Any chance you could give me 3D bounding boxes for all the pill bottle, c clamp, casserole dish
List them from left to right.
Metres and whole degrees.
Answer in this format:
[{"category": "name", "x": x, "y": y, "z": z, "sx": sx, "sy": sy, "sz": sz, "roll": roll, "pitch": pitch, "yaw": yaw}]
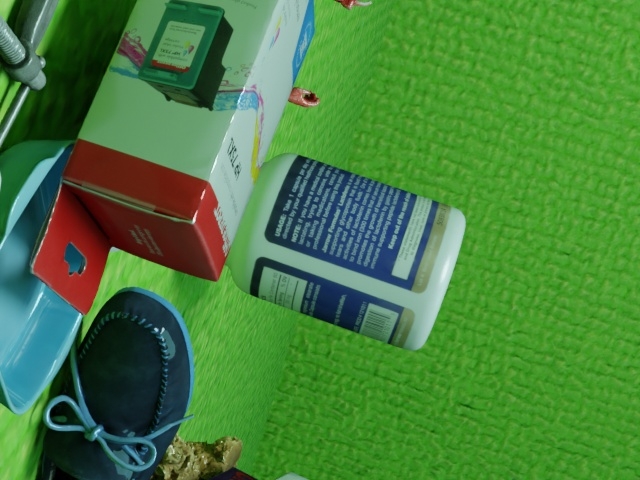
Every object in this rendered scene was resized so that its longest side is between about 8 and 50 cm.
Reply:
[{"category": "c clamp", "x": -0.138, "y": -0.114, "z": 0.450, "sx": 0.160, "sy": 0.022, "sz": 0.137, "roll": 95, "pitch": 14, "yaw": -73}, {"category": "casserole dish", "x": -0.166, "y": 0.020, "z": 0.566, "sx": 0.188, "sy": 0.037, "sz": 0.114, "roll": 103, "pitch": 7, "yaw": -55}, {"category": "pill bottle", "x": 0.000, "y": 0.000, "z": 1.032, "sx": 0.153, "sy": 0.265, "sz": 0.153, "roll": 20, "pitch": 90, "yaw": -86}]

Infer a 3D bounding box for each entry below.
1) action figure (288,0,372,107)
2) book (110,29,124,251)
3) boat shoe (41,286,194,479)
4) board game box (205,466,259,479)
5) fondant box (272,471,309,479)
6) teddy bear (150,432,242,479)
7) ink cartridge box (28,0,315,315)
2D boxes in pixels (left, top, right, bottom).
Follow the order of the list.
[{"category": "action figure", "x": -0.030, "y": -0.161, "z": 0.891, "sx": 0.280, "sy": 0.139, "sz": 0.091, "roll": 48, "pitch": 60, "yaw": -82}, {"category": "book", "x": -0.130, "y": -0.062, "z": 0.697, "sx": 0.096, "sy": 0.035, "sz": 0.144, "roll": -20, "pitch": 129, "yaw": -88}, {"category": "boat shoe", "x": -0.159, "y": 0.157, "z": 0.779, "sx": 0.089, "sy": 0.109, "sz": 0.258, "roll": -52, "pitch": 160, "yaw": -57}, {"category": "board game box", "x": -0.150, "y": 0.326, "z": 0.894, "sx": 0.208, "sy": 0.056, "sz": 0.347, "roll": -65, "pitch": 166, "yaw": 3}, {"category": "fondant box", "x": -0.080, "y": 0.406, "z": 0.989, "sx": 0.330, "sy": 0.096, "sz": 0.238, "roll": -67, "pitch": 166, "yaw": 0}, {"category": "teddy bear", "x": -0.198, "y": 0.297, "z": 1.003, "sx": 0.338, "sy": 0.113, "sz": 0.245, "roll": -55, "pitch": 159, "yaw": -46}, {"category": "ink cartridge box", "x": -0.076, "y": -0.064, "z": 0.591, "sx": 0.134, "sy": 0.078, "sz": 0.231, "roll": 88, "pitch": 21, "yaw": -75}]
